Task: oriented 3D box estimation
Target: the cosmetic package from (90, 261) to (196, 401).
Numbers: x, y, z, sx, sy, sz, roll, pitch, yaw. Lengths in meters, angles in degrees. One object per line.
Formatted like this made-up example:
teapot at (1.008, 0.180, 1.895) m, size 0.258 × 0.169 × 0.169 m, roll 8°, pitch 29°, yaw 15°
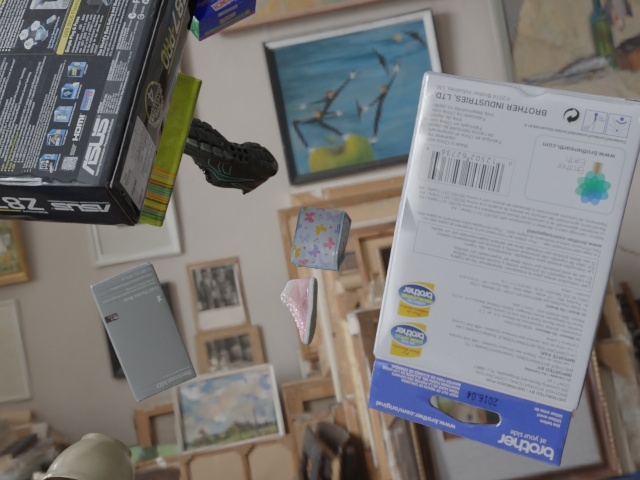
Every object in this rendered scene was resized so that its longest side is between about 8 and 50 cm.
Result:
cosmetic package at (-0.339, 0.175, 1.562) m, size 0.127 × 0.238 × 0.107 m, roll -24°, pitch 0°, yaw -16°

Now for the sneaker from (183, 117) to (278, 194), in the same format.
sneaker at (-0.204, -0.154, 1.609) m, size 0.267 × 0.101 × 0.106 m, roll 20°, pitch -53°, yaw -42°

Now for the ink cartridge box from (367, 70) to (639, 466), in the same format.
ink cartridge box at (0.156, 0.021, 0.717) m, size 0.185 × 0.311 × 0.065 m, roll 13°, pitch 8°, yaw 18°

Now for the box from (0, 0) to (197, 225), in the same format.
box at (-0.322, -0.213, 0.937) m, size 0.318 × 0.395 × 0.097 m, roll 3°, pitch -26°, yaw 10°

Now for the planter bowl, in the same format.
planter bowl at (-0.399, 0.412, 1.451) m, size 0.162 × 0.162 × 0.109 m, roll -10°, pitch 42°, yaw 26°

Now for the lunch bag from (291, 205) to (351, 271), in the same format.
lunch bag at (0.000, 0.000, 1.139) m, size 0.071 × 0.083 × 0.053 m, roll 5°, pitch -19°, yaw 17°

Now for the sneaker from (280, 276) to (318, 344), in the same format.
sneaker at (-0.044, 0.138, 1.613) m, size 0.070 × 0.134 × 0.051 m, roll 0°, pitch -15°, yaw 12°

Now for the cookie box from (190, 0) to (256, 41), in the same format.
cookie box at (-0.150, -0.326, 1.070) m, size 0.091 × 0.107 × 0.040 m, roll -32°, pitch -19°, yaw -19°

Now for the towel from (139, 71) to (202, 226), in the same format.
towel at (-0.256, -0.146, 1.239) m, size 0.102 × 0.237 × 0.021 m, roll 16°, pitch -4°, yaw -20°
